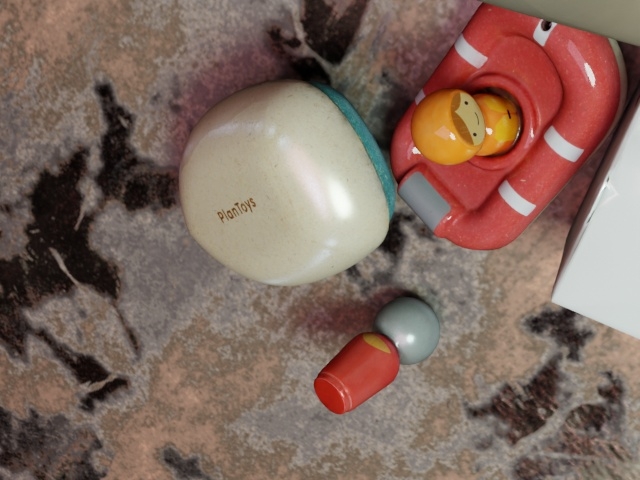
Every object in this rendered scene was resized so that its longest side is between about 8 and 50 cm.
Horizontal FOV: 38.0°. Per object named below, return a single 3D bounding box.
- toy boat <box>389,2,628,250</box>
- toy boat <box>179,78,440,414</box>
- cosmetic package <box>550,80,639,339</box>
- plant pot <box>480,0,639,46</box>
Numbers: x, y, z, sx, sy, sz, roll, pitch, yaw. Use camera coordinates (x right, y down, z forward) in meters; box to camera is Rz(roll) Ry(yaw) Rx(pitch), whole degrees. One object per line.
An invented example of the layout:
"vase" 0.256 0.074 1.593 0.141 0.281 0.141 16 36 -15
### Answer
"toy boat" 0.130 -0.096 0.749 0.151 0.151 0.231 50 125 22
"toy boat" 0.000 0.000 0.876 0.267 0.148 0.318 -10 111 54
"cosmetic package" 0.387 0.013 0.708 0.365 0.155 0.197 25 121 11
"plant pot" 0.218 -0.257 0.587 0.280 0.323 0.323 26 123 -10
